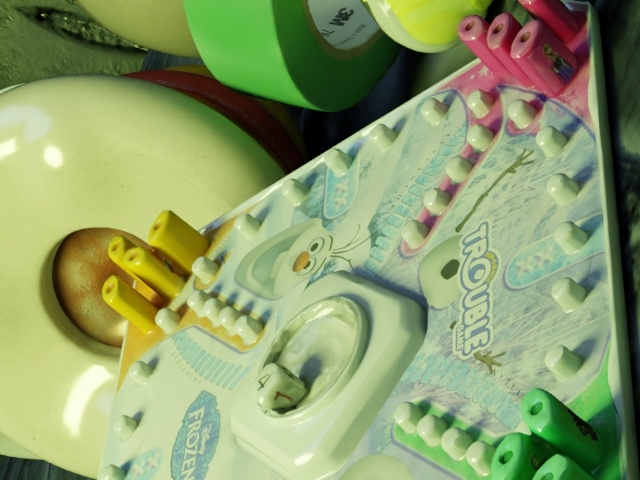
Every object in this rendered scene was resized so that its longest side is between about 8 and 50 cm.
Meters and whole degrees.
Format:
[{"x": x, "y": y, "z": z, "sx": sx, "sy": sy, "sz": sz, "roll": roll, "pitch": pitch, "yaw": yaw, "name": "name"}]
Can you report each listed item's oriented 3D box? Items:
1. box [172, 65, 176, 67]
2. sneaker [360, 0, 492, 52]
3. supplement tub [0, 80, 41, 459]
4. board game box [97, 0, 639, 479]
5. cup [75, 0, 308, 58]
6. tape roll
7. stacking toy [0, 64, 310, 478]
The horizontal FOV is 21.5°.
[{"x": -0.134, "y": -0.012, "z": 1.768, "sx": 0.293, "sy": 0.057, "sz": 0.201, "roll": -109, "pitch": 34, "yaw": -41, "name": "box"}, {"x": 0.115, "y": -0.309, "z": 1.127, "sx": 0.147, "sy": 0.145, "sz": 0.385, "roll": -131, "pitch": 53, "yaw": -63, "name": "sneaker"}, {"x": -0.252, "y": 0.030, "z": 1.663, "sx": 0.235, "sy": 0.235, "sz": 0.325, "roll": 128, "pitch": 140, "yaw": -56, "name": "supplement tub"}, {"x": -0.007, "y": 0.067, "z": 0.953, "sx": 0.390, "sy": 0.050, "sz": 0.390, "roll": -30, "pitch": 36, "yaw": 31, "name": "board game box"}, {"x": -0.062, "y": -0.304, "z": 1.572, "sx": 0.237, "sy": 0.331, "sz": 0.331, "roll": 36, "pitch": 109, "yaw": 50, "name": "cup"}, {"x": 0.004, "y": -0.261, "z": 1.272, "sx": 0.321, "sy": 0.077, "sz": 0.321, "roll": -43, "pitch": -39, "yaw": -51, "name": "tape roll"}, {"x": -0.111, "y": -0.038, "z": 1.491, "sx": 0.351, "sy": 0.350, "sz": 0.480, "roll": -66, "pitch": -4, "yaw": 27, "name": "stacking toy"}]
